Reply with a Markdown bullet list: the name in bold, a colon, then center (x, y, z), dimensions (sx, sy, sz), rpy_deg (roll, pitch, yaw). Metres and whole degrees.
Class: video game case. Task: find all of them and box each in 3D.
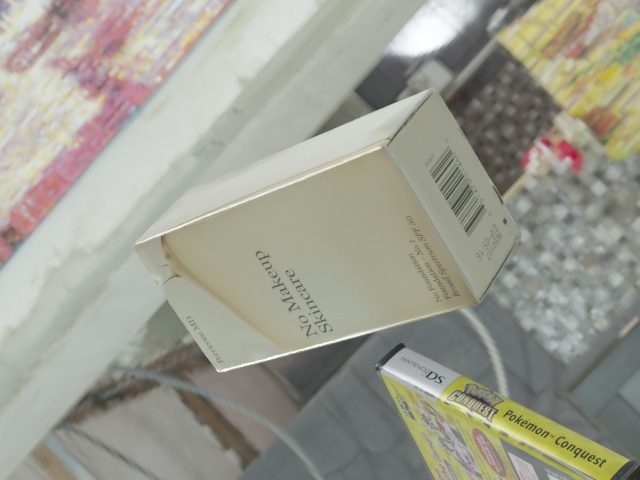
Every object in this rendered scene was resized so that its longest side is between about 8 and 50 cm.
- **video game case**: center (0.175, 0.222, 0.947), dimensions (0.248, 0.035, 0.275), rpy_deg (23, 147, 51)

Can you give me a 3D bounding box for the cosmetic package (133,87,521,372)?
- **cosmetic package**: center (0.000, 0.000, 1.088), dimensions (0.160, 0.309, 0.113), rpy_deg (56, -139, -15)
